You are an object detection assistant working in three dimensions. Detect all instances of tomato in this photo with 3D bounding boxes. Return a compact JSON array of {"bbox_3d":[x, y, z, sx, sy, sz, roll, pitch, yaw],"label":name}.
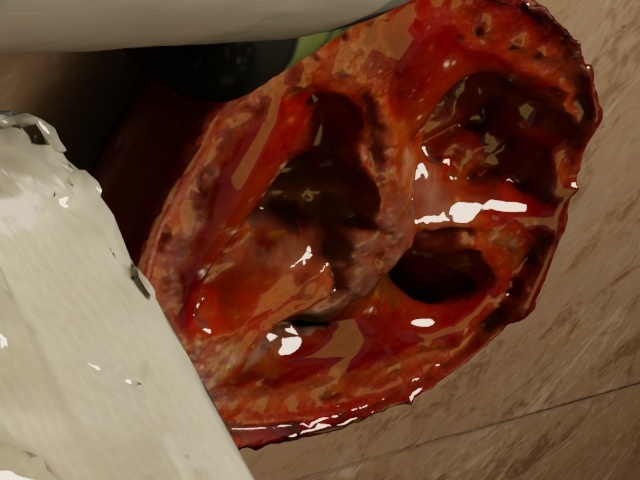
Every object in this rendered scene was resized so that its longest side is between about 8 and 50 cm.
[{"bbox_3d":[-0.002,-0.023,0.763,0.228,0.101,0.228,-19,131,-23],"label":"tomato"}]

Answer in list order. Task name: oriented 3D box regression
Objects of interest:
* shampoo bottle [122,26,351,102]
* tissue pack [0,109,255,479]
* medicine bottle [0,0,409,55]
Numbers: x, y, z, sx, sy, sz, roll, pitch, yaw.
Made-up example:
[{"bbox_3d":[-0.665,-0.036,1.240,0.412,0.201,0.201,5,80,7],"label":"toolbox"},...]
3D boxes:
[{"bbox_3d":[0.045,-0.155,0.645,0.284,0.101,0.101,-35,155,-26],"label":"shampoo bottle"},{"bbox_3d":[-0.203,0.177,0.457,0.416,0.264,0.253,-42,158,23],"label":"tissue pack"},{"bbox_3d":[-0.083,-0.121,0.397,0.273,0.165,0.165,-9,137,-50],"label":"medicine bottle"}]
